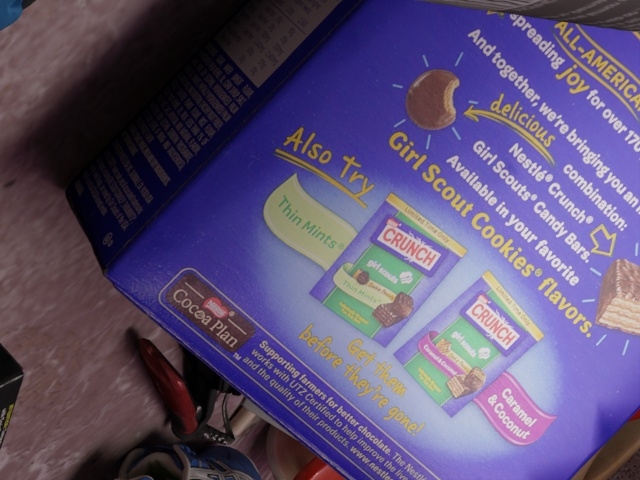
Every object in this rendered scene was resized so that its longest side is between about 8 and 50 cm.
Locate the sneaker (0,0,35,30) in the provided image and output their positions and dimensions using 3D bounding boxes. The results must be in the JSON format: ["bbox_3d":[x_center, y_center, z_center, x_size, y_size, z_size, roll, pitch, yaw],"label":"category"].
[{"bbox_3d":[-0.224,-0.074,0.440,0.341,0.139,0.125,-20,166,-11],"label":"sneaker"}]

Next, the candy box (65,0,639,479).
[{"bbox_3d":[0.084,-0.040,0.933,0.317,0.122,0.268,-45,119,4],"label":"candy box"}]

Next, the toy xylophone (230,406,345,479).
[{"bbox_3d":[0.060,0.086,1.428,0.236,0.081,0.322,-16,147,-54],"label":"toy xylophone"}]

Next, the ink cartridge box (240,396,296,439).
[{"bbox_3d":[0.037,0.072,1.251,0.150,0.109,0.063,-59,163,-2],"label":"ink cartridge box"}]

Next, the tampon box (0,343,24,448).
[{"bbox_3d":[-0.219,0.072,0.741,0.161,0.120,0.101,-28,155,-39],"label":"tampon box"}]

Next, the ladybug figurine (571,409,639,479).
[{"bbox_3d":[0.242,0.056,1.614,0.305,0.162,0.449,-31,157,-39],"label":"ladybug figurine"}]

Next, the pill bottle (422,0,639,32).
[{"bbox_3d":[0.128,-0.164,0.717,0.319,0.176,0.176,3,135,-35],"label":"pill bottle"}]

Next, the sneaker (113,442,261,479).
[{"bbox_3d":[-0.087,0.170,1.296,0.080,0.081,0.211,-9,-171,13],"label":"sneaker"}]

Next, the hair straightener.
[{"bbox_3d":[-0.060,0.083,1.221,0.089,0.047,0.230,-40,161,-12],"label":"hair straightener"}]
